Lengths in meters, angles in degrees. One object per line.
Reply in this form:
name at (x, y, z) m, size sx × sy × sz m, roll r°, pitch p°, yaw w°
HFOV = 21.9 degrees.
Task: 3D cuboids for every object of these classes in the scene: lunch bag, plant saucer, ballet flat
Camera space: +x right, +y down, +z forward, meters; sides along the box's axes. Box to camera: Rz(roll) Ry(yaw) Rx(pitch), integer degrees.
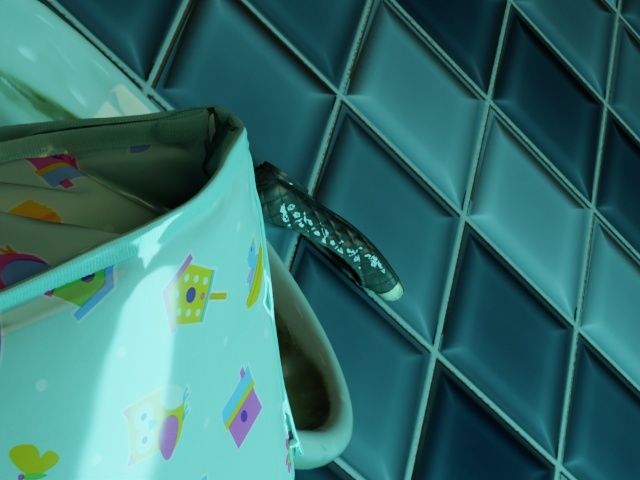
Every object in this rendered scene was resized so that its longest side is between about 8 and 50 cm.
lunch bag at (-0.128, 0.076, 0.710) m, size 0.262 × 0.160 × 0.223 m, roll -26°, pitch 123°, yaw -30°
plant saucer at (-0.145, -0.003, 0.982) m, size 0.400 × 0.100 × 0.400 m, roll 47°, pitch 11°, yaw -12°
ballet flat at (0.000, 0.000, 1.286) m, size 0.173 × 0.049 × 0.057 m, roll 38°, pitch -3°, yaw -30°
